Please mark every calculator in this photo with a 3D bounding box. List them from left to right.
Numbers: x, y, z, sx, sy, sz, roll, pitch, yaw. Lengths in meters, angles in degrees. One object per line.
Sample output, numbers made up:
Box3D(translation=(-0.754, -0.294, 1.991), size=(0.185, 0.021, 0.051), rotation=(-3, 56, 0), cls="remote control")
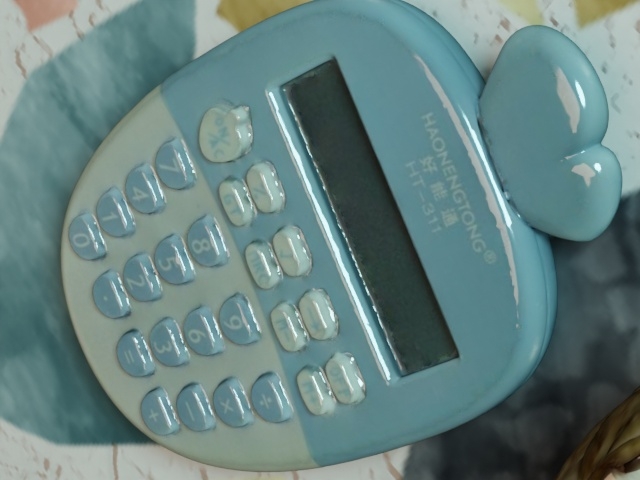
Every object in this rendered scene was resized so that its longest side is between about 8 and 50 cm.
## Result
Box3D(translation=(0.000, 0.000, 0.743), size=(0.303, 0.042, 0.188), rotation=(-23, 88, 35), cls="calculator")

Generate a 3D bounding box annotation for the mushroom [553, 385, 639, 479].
Box3D(translation=(0.153, 0.099, 0.606), size=(0.156, 0.151, 0.286), rotation=(43, 114, -9), cls="mushroom")
